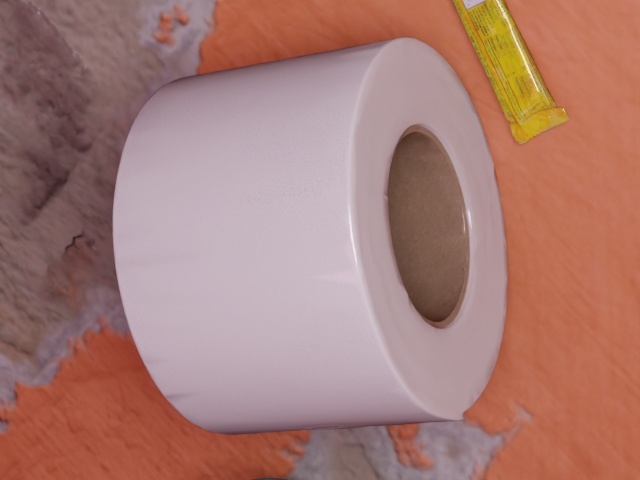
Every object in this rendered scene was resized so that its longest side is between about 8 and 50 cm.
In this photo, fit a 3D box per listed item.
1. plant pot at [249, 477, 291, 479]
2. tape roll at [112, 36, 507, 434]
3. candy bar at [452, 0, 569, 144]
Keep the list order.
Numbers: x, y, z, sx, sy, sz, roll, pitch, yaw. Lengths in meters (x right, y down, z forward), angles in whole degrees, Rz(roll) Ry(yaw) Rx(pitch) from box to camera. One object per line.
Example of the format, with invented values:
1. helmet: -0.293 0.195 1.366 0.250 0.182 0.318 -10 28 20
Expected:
1. plant pot: -0.031 0.316 1.237 0.293 0.293 0.235 33 102 12
2. tape roll: 0.000 0.000 1.127 0.169 0.246 0.246 -6 104 27
3. candy bar: 0.115 -0.143 1.154 0.040 0.018 0.161 -24 95 26
